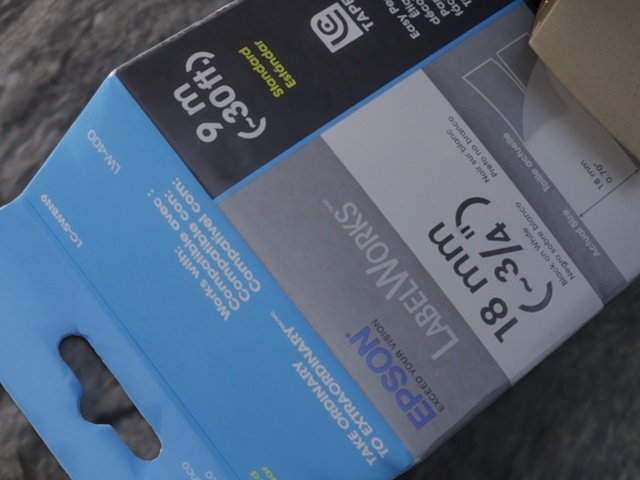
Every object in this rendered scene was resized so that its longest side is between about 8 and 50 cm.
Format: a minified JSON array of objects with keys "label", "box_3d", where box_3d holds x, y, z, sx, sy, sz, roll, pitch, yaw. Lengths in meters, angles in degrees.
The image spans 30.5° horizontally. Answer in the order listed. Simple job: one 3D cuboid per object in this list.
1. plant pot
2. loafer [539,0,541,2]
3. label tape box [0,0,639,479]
[{"label":"plant pot","box_3d":[0.169,-0.117,0.602,0.096,0.109,0.109,31,33,-3]},{"label":"loafer","box_3d":[0.188,-0.149,0.737,0.078,0.080,0.220,-9,74,-20]},{"label":"label tape box","box_3d":[0.000,0.000,0.612,0.334,0.106,0.240,-36,84,-25]}]
